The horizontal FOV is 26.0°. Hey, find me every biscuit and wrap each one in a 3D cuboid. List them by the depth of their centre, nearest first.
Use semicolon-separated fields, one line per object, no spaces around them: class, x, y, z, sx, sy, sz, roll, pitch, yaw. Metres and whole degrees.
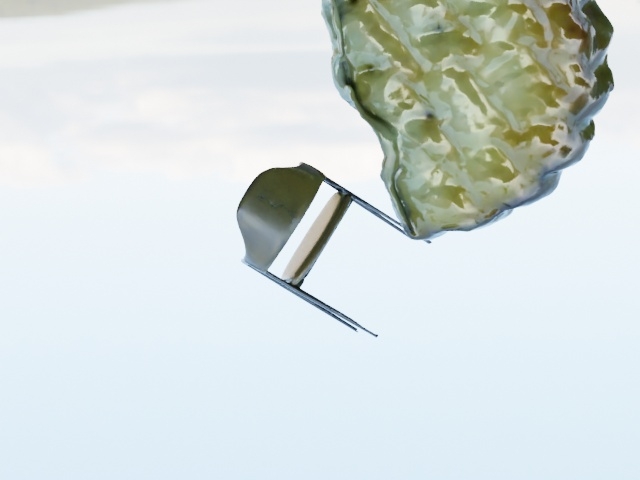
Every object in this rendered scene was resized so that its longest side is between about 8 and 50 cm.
biscuit;0.109;-0.156;1.269;0.329;0.335;0.078;29;-146;27

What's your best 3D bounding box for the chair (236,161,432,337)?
chair;0.000;0.000;1.852;0.247;0.158;0.172;32;176;-6
